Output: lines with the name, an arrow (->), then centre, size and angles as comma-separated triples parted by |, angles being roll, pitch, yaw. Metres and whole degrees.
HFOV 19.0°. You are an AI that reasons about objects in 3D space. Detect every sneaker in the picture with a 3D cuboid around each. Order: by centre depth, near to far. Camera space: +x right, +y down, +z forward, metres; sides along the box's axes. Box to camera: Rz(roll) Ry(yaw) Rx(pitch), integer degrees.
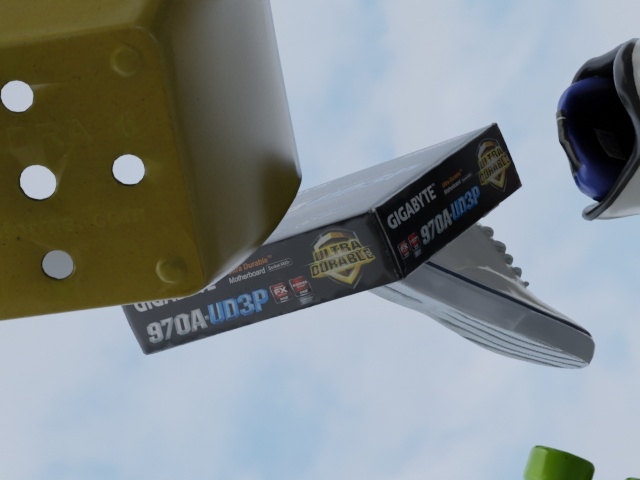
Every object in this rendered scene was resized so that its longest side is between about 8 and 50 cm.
sneaker -> 0.254, -0.070, 1.224 | 0.315, 0.182, 0.128 | 39, -136, -59
sneaker -> 0.135, 0.031, 1.662 | 0.258, 0.094, 0.091 | 26, -108, -16

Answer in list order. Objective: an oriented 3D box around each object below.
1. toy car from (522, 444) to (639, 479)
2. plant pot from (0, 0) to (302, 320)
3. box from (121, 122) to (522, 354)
toy car -> 0.186, 0.254, 1.489 | 0.149, 0.188, 0.155 | 19, -100, -4
plant pot -> -0.132, -0.066, 0.987 | 0.212, 0.187, 0.212 | -7, -64, 5
box -> 0.000, 0.000, 1.251 | 0.175, 0.220, 0.051 | -34, -77, -52
